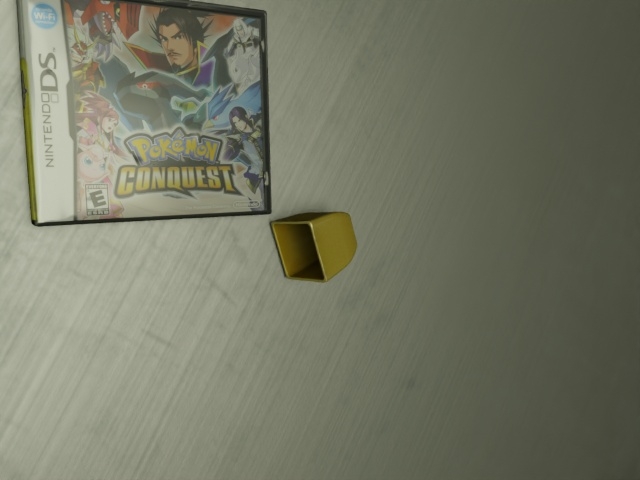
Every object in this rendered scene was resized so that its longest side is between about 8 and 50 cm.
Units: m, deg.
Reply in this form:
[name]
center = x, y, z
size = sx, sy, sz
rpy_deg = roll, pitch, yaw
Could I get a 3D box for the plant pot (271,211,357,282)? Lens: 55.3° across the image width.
[plant pot]
center = 0.000, 0.000, 0.796
size = 0.083, 0.081, 0.081
rpy_deg = -26, 108, -38

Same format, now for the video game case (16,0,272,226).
[video game case]
center = -0.186, -0.147, 0.693
size = 0.274, 0.035, 0.248
rpy_deg = -5, 97, -30
